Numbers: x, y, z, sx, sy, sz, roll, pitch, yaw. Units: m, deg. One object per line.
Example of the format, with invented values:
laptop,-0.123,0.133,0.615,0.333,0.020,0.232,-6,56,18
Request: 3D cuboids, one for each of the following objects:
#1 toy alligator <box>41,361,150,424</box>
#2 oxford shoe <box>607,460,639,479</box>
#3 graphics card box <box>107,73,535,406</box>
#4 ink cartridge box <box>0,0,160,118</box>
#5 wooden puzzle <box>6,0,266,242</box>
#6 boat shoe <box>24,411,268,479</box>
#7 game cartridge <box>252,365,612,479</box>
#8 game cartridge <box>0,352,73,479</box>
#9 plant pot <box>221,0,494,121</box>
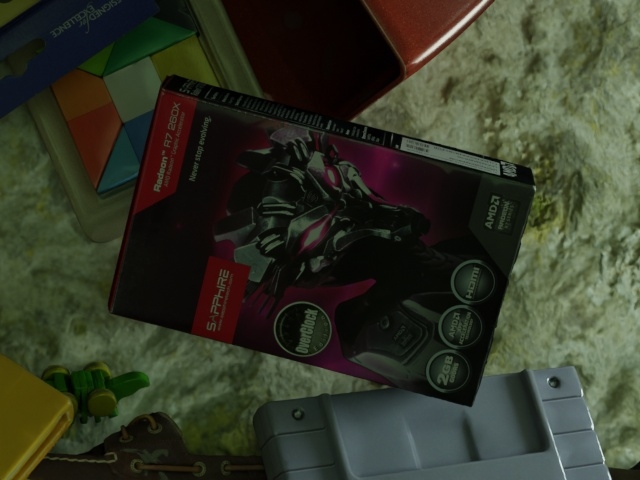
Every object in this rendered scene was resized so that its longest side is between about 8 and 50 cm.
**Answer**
toy alligator,-0.261,0.157,1.801,0.189,0.056,0.051,-4,123,-14
oxford shoe,0.388,0.245,1.926,0.227,0.083,0.096,-7,81,-15
graphics card box,0.000,0.000,1.778,0.371,0.094,0.233,15,103,-1
ink cartridge box,-0.357,-0.242,1.713,0.303,0.072,0.307,-33,112,10
wooden puzzle,-0.177,-0.146,1.841,0.221,0.044,0.239,-25,89,1
boat shoe,-0.167,0.225,1.783,0.342,0.123,0.123,11,69,-14
game cartridge,0.127,0.249,1.813,0.355,0.068,0.230,-5,61,-25
game cartridge,-0.435,0.173,1.678,0.323,0.053,0.285,31,62,16
plant pot,0.045,-0.282,1.849,0.235,0.267,0.267,-32,90,-28
